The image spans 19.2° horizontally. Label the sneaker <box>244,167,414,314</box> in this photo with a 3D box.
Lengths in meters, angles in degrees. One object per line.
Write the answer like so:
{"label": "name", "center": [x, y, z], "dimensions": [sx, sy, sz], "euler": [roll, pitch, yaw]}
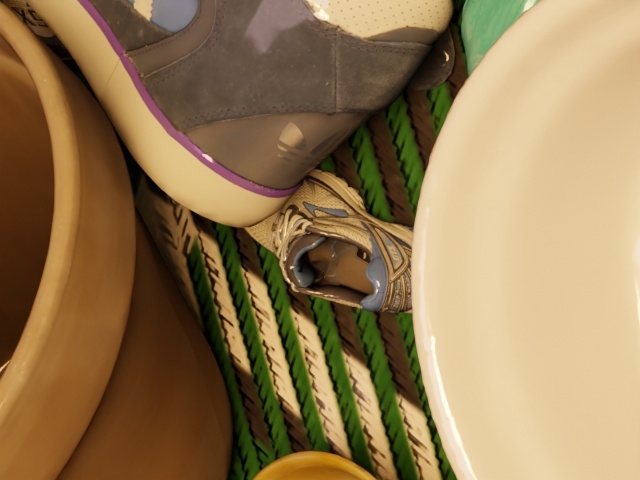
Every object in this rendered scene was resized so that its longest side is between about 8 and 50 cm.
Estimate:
{"label": "sneaker", "center": [0.000, 0.000, 0.945], "dimensions": [0.135, 0.058, 0.052], "euler": [24, 114, 41]}

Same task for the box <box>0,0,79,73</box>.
{"label": "box", "center": [-0.251, -0.083, 1.116], "dimensions": [0.180, 0.147, 0.077], "euler": [-41, 69, 41]}

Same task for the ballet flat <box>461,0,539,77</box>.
{"label": "ballet flat", "center": [0.135, -0.140, 0.769], "dimensions": [0.247, 0.083, 0.087], "euler": [-46, 52, 38]}

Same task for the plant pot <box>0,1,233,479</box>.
{"label": "plant pot", "center": [-0.192, 0.070, 0.955], "dimensions": [0.323, 0.280, 0.323], "euler": [-12, 61, 21]}

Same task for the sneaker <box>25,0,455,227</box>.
{"label": "sneaker", "center": [-0.047, -0.191, 0.919], "dimensions": [0.236, 0.130, 0.323], "euler": [-50, 59, 28]}

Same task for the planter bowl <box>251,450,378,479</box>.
{"label": "planter bowl", "center": [0.036, 0.208, 0.916], "dimensions": [0.217, 0.090, 0.217], "euler": [-1, 88, 56]}

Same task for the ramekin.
{"label": "ramekin", "center": [0.180, 0.024, 0.715], "dimensions": [0.277, 0.135, 0.277], "euler": [12, 107, 43]}
